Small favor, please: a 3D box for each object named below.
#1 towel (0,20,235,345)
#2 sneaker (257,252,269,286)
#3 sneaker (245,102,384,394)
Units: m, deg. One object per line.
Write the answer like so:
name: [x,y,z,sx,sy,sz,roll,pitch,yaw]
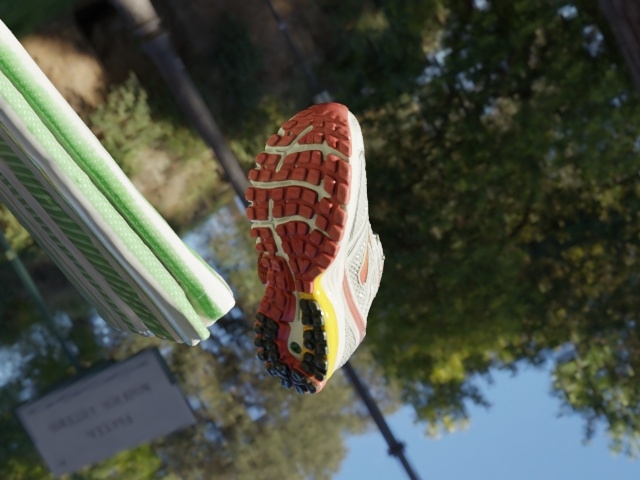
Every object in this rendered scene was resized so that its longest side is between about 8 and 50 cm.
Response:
towel: [-0.168,-0.035,0.785,0.038,0.248,0.325,-42,-171,-14]
sneaker: [-0.007,-0.015,1.409,0.067,0.064,0.175,10,130,-36]
sneaker: [0.000,0.000,0.953,0.088,0.225,0.093,22,-147,27]
